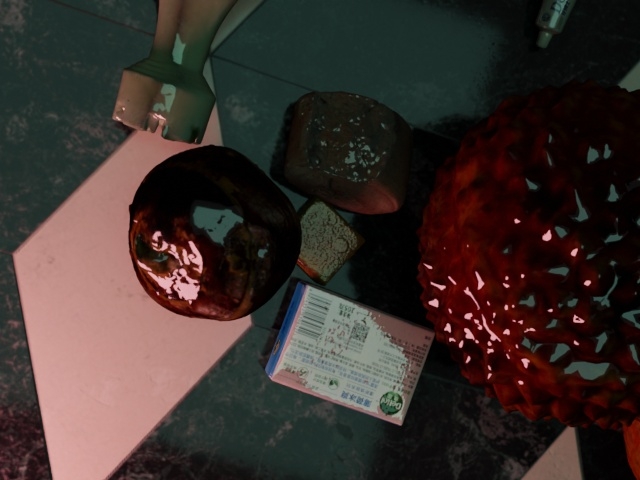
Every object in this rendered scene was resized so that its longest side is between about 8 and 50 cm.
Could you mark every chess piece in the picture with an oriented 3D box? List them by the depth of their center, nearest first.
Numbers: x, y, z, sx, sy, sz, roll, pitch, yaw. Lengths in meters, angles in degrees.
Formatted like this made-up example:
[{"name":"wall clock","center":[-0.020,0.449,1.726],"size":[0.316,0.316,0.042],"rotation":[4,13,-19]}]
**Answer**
[{"name":"chess piece","center":[-0.166,-0.279,1.199],"size":[0.195,0.194,0.299],"rotation":[16,98,-11]}]

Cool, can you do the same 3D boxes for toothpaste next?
[{"name":"toothpaste","center":[0.351,-0.377,1.333],"size":[0.064,0.041,0.218],"rotation":[20,104,3]}]

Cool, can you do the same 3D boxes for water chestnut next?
[{"name":"water chestnut","center":[-0.131,-0.009,1.205],"size":[0.224,0.238,0.223],"rotation":[6,111,15]}]

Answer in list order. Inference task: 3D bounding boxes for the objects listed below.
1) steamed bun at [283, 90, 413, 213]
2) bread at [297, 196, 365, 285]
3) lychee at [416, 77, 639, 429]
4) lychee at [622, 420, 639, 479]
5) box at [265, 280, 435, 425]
[{"name":"steamed bun","center":[0.042,-0.123,1.262],"size":[0.175,0.106,0.144],"rotation":[17,73,-11]},{"name":"bread","center":[0.000,0.000,1.303],"size":[0.094,0.035,0.090],"rotation":[45,84,-9]},{"name":"lychee","center":[0.333,0.002,1.194],"size":[0.425,0.424,0.500],"rotation":[35,46,-10]},{"name":"lychee","center":[0.550,0.271,1.317],"size":[0.300,0.255,0.255],"rotation":[37,85,-13]},{"name":"box","center":[0.040,0.153,1.297],"size":[0.194,0.073,0.139],"rotation":[21,88,-11]}]
